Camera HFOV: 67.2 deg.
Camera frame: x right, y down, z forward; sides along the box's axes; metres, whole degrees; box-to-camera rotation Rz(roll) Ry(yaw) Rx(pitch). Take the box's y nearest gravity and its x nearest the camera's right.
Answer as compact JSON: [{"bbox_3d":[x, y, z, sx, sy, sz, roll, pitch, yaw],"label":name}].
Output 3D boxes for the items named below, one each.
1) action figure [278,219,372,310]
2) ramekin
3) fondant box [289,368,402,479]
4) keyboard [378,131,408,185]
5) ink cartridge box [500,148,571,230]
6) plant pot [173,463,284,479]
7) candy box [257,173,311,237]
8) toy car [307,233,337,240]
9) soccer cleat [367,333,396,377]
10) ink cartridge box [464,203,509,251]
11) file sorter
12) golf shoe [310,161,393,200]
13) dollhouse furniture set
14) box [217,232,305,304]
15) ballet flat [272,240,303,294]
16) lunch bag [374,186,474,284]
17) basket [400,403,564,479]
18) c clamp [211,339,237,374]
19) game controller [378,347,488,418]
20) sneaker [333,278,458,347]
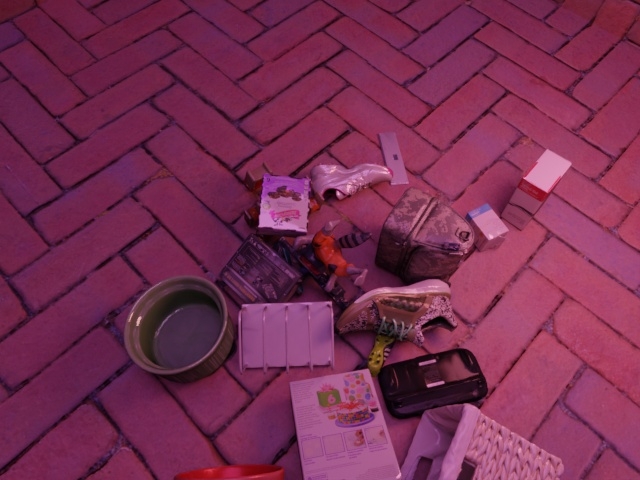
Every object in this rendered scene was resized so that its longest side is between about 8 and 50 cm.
[{"bbox_3d":[0.050,0.070,1.512,0.178,0.330,0.341,-46,103,-17],"label":"action figure"},{"bbox_3d":[-0.404,0.269,1.427,0.303,0.148,0.303,-3,57,5],"label":"ramekin"},{"bbox_3d":[0.055,0.524,1.298,0.238,0.096,0.330,-8,41,-7],"label":"fondant box"},{"bbox_3d":[0.284,-0.324,1.890,0.072,0.014,0.256,-3,61,-10],"label":"keyboard"},{"bbox_3d":[0.753,-0.174,1.700,0.100,0.237,0.172,38,66,20],"label":"ink cartridge box"},{"bbox_3d":[-0.221,0.692,1.174,0.274,0.275,0.243,-2,70,-4],"label":"plant pot"},{"bbox_3d":[-0.120,-0.113,1.607,0.164,0.070,0.196,6,69,-8],"label":"candy box"},{"bbox_3d":[0.000,0.000,1.678,0.122,0.040,0.060,-10,62,-9],"label":"toy car"},{"bbox_3d":[0.187,0.343,1.490,0.060,0.072,0.179,17,39,21],"label":"soccer cleat"},{"bbox_3d":[0.581,-0.037,1.697,0.089,0.092,0.143,-23,64,-14],"label":"ink cartridge box"},{"bbox_3d":[-0.096,0.284,1.407,0.277,0.173,0.193,-1,87,-4],"label":"file sorter"},{"bbox_3d":[0.115,-0.209,1.772,0.306,0.115,0.140,-2,71,4],"label":"golf shoe"},{"bbox_3d":[-0.161,-0.141,1.723,0.262,0.135,0.259,-32,79,-18],"label":"dollhouse furniture set"},{"bbox_3d":[-0.191,0.116,1.554,0.231,0.056,0.183,39,95,18],"label":"box"},{"bbox_3d":[-0.119,0.098,1.610,0.074,0.074,0.203,-17,69,-12],"label":"ballet flat"},{"bbox_3d":[0.332,0.009,1.540,0.256,0.305,0.213,29,64,14],"label":"lunch bag"},{"bbox_3d":[0.357,0.617,1.186,0.266,0.331,0.328,28,67,3],"label":"basket"},{"bbox_3d":[-0.335,0.330,1.494,0.137,0.022,0.161,37,64,11],"label":"c clamp"},{"bbox_3d":[0.340,0.426,1.457,0.319,0.067,0.166,-10,48,-9],"label":"game controller"},{"bbox_3d":[0.245,0.242,1.468,0.410,0.158,0.182,-12,53,-13],"label":"sneaker"}]
